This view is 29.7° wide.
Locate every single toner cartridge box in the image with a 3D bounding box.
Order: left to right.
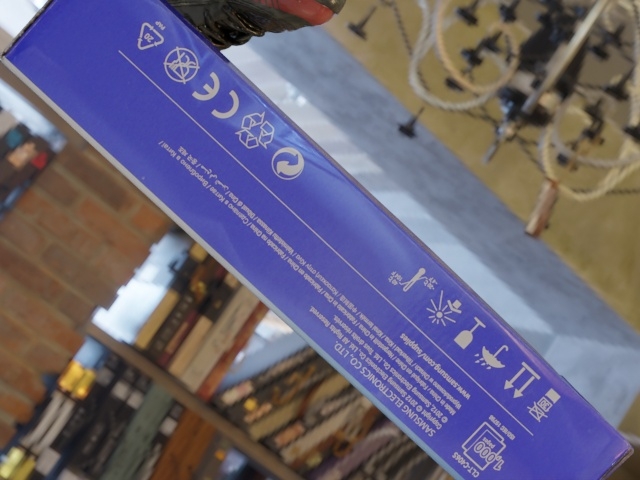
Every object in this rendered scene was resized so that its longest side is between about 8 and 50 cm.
[{"bbox_3d":[0.000,0.000,0.644,0.348,0.075,0.165,43,3,-4],"label":"toner cartridge box"}]

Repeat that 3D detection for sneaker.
[{"bbox_3d":[-0.092,-0.191,0.979,0.276,0.135,0.097,20,-4,42],"label":"sneaker"}]
